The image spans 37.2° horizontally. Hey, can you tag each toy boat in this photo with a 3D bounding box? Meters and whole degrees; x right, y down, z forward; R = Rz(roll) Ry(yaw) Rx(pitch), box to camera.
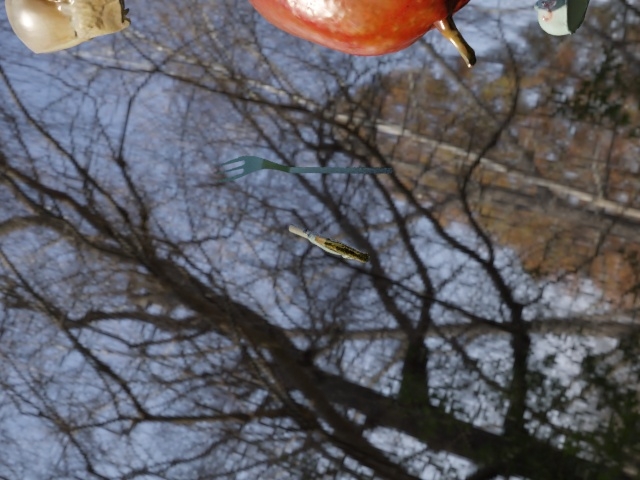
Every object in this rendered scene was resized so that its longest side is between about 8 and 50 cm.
[{"bbox_3d":[0.384,-0.422,1.505,0.134,0.079,0.207,-51,-28,-34],"label":"toy boat"}]

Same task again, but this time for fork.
[{"bbox_3d":[-0.024,-0.096,1.236,0.021,0.235,0.039,70,-158,-57],"label":"fork"}]

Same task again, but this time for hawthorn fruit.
[{"bbox_3d":[0.043,-0.219,0.750,0.196,0.225,0.196,-46,-5,-5],"label":"hawthorn fruit"}]

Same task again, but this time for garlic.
[{"bbox_3d":[-0.270,-0.271,0.988,0.174,0.124,0.099,90,163,-49],"label":"garlic"}]

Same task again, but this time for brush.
[{"bbox_3d":[0.000,0.000,1.454,0.336,0.085,0.020,-156,88,-77],"label":"brush"}]
